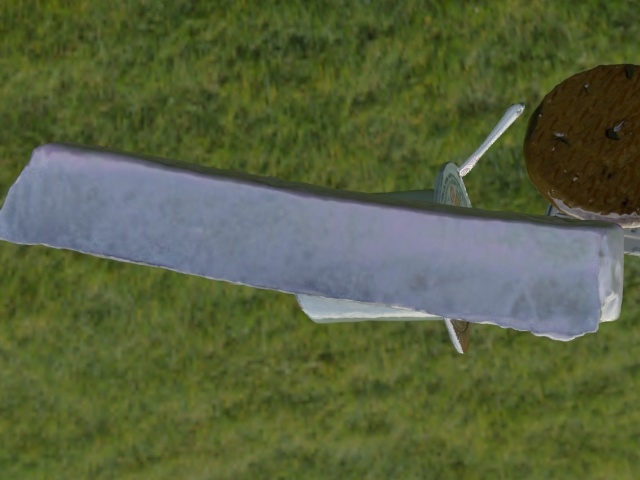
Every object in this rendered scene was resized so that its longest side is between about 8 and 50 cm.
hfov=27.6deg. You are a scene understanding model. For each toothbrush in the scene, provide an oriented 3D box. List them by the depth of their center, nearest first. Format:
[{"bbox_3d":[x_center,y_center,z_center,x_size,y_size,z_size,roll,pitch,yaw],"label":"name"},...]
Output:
[{"bbox_3d":[0.170,-0.092,1.540,0.017,0.022,0.204,2,137,-49],"label":"toothbrush"}]

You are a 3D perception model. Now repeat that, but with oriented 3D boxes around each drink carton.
[{"bbox_3d":[0.078,0.019,1.521,0.189,0.191,0.185,-6,142,24],"label":"drink carton"}]

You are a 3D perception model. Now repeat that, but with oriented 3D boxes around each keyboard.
[{"bbox_3d":[0.299,-0.014,1.387,0.129,0.015,0.049,10,115,-8],"label":"keyboard"}]

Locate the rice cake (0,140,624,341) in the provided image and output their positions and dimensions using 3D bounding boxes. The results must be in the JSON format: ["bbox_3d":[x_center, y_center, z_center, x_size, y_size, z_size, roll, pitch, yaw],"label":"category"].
[{"bbox_3d":[0.000,0.000,0.752,0.365,0.056,0.073,8,98,-7],"label":"rice cake"}]

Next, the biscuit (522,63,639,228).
[{"bbox_3d":[0.318,-0.099,1.376,0.212,0.212,0.036,-10,147,4],"label":"biscuit"}]
